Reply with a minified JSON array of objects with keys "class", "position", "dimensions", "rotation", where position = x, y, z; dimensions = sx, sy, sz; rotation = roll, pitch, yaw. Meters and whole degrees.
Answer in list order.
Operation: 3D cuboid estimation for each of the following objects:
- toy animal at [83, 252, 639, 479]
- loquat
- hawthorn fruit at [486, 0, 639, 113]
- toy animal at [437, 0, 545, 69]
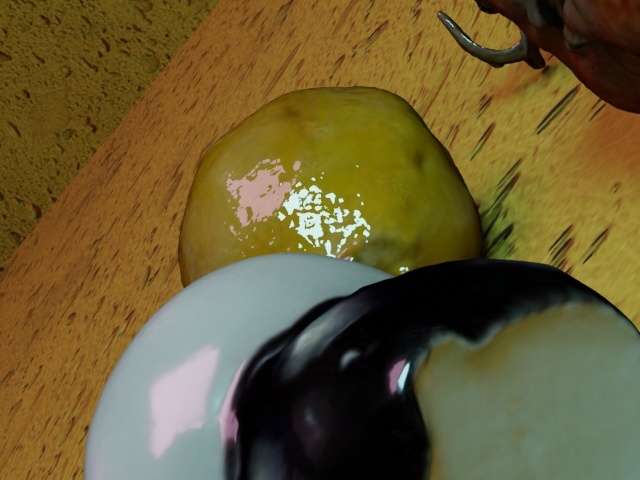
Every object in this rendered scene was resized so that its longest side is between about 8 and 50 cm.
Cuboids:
[{"class":"toy animal","position":[0.010,0.091,0.677],"dimensions":[0.235,0.165,0.187],"rotation":[-5,44,50]},{"class":"loquat","position":[0.000,0.000,1.011],"dimensions":[0.187,0.176,0.234],"rotation":[-38,18,1]},{"class":"hawthorn fruit","position":[0.193,-0.188,0.777],"dimensions":[0.262,0.210,0.210],"rotation":[-36,10,-14]},{"class":"toy animal","position":[0.165,-0.190,0.996],"dimensions":[0.244,0.087,0.260],"rotation":[-23,-13,14]}]
